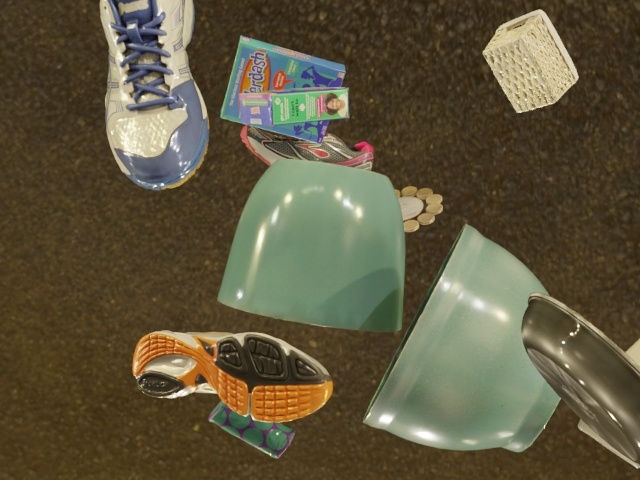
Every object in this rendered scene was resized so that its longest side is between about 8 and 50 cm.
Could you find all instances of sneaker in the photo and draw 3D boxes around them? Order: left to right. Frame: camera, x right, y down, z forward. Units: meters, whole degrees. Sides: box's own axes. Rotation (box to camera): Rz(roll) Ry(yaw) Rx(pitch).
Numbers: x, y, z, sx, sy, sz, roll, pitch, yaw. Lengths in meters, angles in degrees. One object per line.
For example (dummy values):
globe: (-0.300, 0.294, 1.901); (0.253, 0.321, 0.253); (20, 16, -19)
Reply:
sneaker: (-0.188, -0.196, 0.787); (0.112, 0.296, 0.131); (-12, 154, 0)
sneaker: (-0.093, 0.150, 0.922); (0.262, 0.121, 0.099); (6, 93, 28)
sneaker: (-0.029, -0.196, 1.634); (0.299, 0.121, 0.112); (15, 107, -22)

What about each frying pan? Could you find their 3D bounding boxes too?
frying pan: (0.249, 0.136, 0.733); (0.053, 0.326, 0.197); (-41, 83, -4)

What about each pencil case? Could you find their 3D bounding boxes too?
pencil case: (-0.124, 0.335, 1.376); (0.152, 0.070, 0.064); (30, 100, -1)

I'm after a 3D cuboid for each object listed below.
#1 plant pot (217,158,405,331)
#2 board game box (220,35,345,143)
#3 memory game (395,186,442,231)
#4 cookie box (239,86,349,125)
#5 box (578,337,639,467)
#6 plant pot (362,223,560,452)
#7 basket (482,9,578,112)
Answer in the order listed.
plant pot: (0.000, 0.000, 1.195); (0.293, 0.293, 0.235); (9, 91, 7)
board game box: (-0.075, -0.292, 1.484); (0.210, 0.047, 0.160); (13, 120, -11)
memory game: (0.180, -0.067, 1.673); (0.186, 0.186, 0.012); (-6, 123, 16)
cookie box: (-0.033, -0.166, 0.935); (0.107, 0.092, 0.040); (-12, 106, -29)
box: (0.472, 0.187, 1.046); (0.094, 0.275, 0.113); (34, 127, 32)
plant pot: (0.208, 0.152, 0.986); (0.196, 0.293, 0.293); (28, 127, 7)
basket: (0.415, -0.351, 1.512); (0.113, 0.103, 0.167); (-9, 122, 53)
